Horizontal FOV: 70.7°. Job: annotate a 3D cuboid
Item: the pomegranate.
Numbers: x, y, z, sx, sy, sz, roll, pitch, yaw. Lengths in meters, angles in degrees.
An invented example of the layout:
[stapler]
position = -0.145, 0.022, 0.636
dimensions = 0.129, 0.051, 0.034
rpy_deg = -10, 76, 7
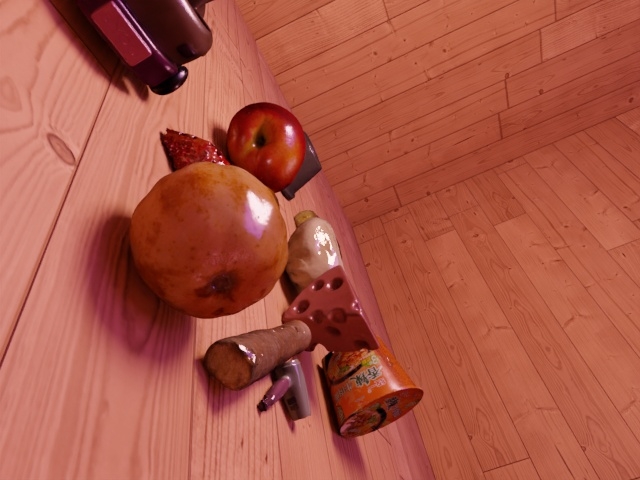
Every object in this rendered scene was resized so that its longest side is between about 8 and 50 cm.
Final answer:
[pomegranate]
position = -0.141, 0.001, 0.586
dimensions = 0.207, 0.207, 0.207
rpy_deg = -23, 90, -81

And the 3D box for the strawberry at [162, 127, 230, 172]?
[strawberry]
position = -0.205, -0.122, 0.838
dimensions = 0.192, 0.085, 0.140
rpy_deg = 67, 11, 10

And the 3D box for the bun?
[bun]
position = -0.019, 0.062, 1.230
dimensions = 0.259, 0.160, 0.259
rpy_deg = -14, 90, -86

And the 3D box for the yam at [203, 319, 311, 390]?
[yam]
position = -0.086, 0.184, 0.775
dimensions = 0.357, 0.081, 0.081
rpy_deg = 18, 49, -75

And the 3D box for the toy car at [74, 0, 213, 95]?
[toy car]
position = -0.263, -0.433, 0.762
dimensions = 0.271, 0.240, 0.340
rpy_deg = 56, 11, -44

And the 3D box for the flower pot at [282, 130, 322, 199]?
[flower pot]
position = -0.097, -0.301, 1.664
dimensions = 0.269, 0.166, 0.268
rpy_deg = -22, 90, -79

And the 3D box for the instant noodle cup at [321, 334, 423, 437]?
[instant noodle cup]
position = 0.116, 0.358, 1.143
dimensions = 0.182, 0.230, 0.230
rpy_deg = 62, 4, 36

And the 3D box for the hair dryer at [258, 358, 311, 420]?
[hair dryer]
position = -0.070, 0.274, 0.797
dimensions = 0.154, 0.054, 0.106
rpy_deg = 15, 57, -66

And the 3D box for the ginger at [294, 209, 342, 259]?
[ginger]
position = 0.000, 0.000, 1.682
dimensions = 0.109, 0.116, 0.263
rpy_deg = 13, -34, 48

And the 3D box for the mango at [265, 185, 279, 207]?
[mango]
position = -0.143, -0.062, 1.048
dimensions = 0.178, 0.090, 0.115
rpy_deg = -86, 161, -53

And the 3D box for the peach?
[peach]
position = -0.135, -0.238, 1.167
dimensions = 0.243, 0.200, 0.243
rpy_deg = -14, 90, -87

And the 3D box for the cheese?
[cheese]
position = 0.015, 0.187, 1.049
dimensions = 0.128, 0.177, 0.203
rpy_deg = 61, 4, -32
